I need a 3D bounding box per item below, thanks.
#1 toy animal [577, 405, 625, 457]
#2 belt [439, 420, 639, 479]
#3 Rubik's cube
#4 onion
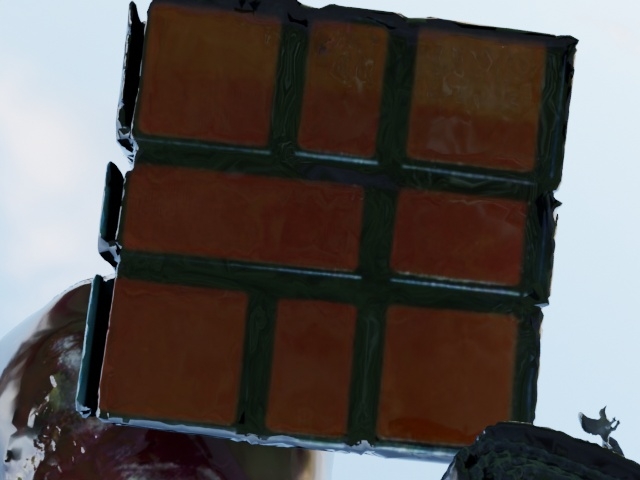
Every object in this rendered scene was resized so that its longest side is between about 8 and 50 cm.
[{"bbox_3d":[0.300,0.195,1.764,0.028,0.050,0.084,-10,134,47],"label":"toy animal"},{"bbox_3d":[0.131,0.182,0.735,0.218,0.128,0.122,26,-151,4],"label":"belt"},{"bbox_3d":[0.000,0.000,1.138,0.293,0.283,0.288,9,176,-4],"label":"Rubik's cube"},{"bbox_3d":[-0.092,0.167,1.616,0.398,0.420,0.398,53,-175,-7],"label":"onion"}]
